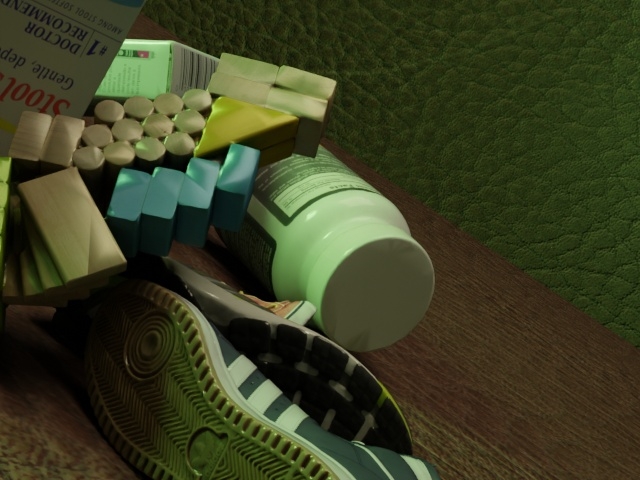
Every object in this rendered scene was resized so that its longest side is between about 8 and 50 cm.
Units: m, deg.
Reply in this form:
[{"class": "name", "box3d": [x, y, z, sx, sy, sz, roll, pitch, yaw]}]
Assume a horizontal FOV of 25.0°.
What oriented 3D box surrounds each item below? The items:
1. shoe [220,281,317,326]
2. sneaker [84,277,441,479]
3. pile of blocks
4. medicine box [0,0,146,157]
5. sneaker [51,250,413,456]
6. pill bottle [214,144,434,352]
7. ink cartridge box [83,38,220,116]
[{"class": "shoe", "box3d": [-0.060, 0.069, 1.281, 0.081, 0.063, 0.178, 37, 13, 4]}, {"class": "sneaker", "box3d": [-0.032, 0.130, 0.927, 0.153, 0.099, 0.282, 23, 13, -48]}, {"class": "pile of blocks", "box3d": [-0.148, -0.012, 0.967, 0.362, 0.113, 0.149, -17, 58, -21]}, {"class": "medicine box", "box3d": [-0.294, -0.155, 1.006, 0.263, 0.289, 0.149, 21, 11, -47]}, {"class": "sneaker", "box3d": [-0.057, 0.086, 1.074, 0.300, 0.111, 0.121, 34, 6, 9]}, {"class": "pill bottle", "box3d": [0.000, 0.000, 1.555, 0.162, 0.162, 0.278, 25, 11, -34]}, {"class": "ink cartridge box", "box3d": [-0.239, -0.172, 1.563, 0.330, 0.071, 0.324, 7, 1, 19]}]
